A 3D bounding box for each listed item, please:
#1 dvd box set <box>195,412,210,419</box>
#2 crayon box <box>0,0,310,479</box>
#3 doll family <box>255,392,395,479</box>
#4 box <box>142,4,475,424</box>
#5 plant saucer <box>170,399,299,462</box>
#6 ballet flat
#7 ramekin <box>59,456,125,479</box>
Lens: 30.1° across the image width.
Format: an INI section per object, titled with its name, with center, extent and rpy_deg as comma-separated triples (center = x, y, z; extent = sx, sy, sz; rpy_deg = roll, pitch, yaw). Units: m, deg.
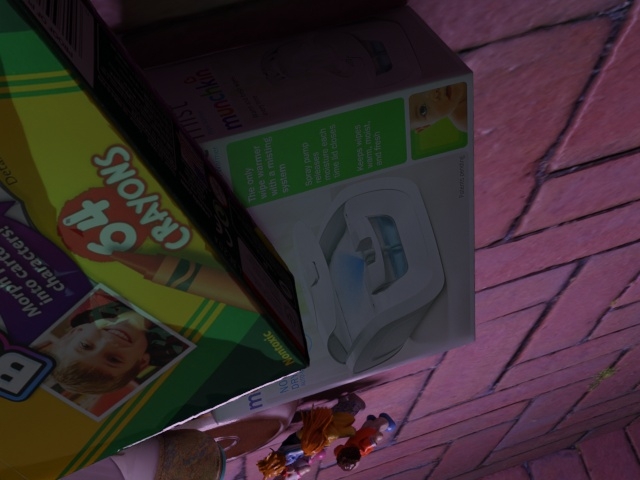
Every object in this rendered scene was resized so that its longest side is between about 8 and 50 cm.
[dvd box set]
center = -0.120, 0.137, 1.343
extent = 0.420, 0.062, 0.307
rpy_deg = -17, 162, 12
[crayon box]
center = -0.230, 0.005, 0.733
extent = 0.313, 0.106, 0.363
rpy_deg = -26, 129, 12
[doll family]
center = -0.020, 0.324, 1.901
extent = 0.263, 0.118, 0.163
rpy_deg = -32, -178, 36
[box]
center = -0.009, -0.020, 0.927
extent = 0.231, 0.127, 0.262
rpy_deg = -16, 128, -14
[plant saucer]
center = -0.169, 0.291, 1.778
extent = 0.310, 0.050, 0.310
rpy_deg = -17, 158, -7
[ballet flat]
center = -0.253, 0.303, 1.551
extent = 0.123, 0.123, 0.348
rpy_deg = -5, 172, -36
[ramekin]
center = -0.326, 0.357, 1.412
extent = 0.127, 0.273, 0.273
rpy_deg = 10, 144, -36
